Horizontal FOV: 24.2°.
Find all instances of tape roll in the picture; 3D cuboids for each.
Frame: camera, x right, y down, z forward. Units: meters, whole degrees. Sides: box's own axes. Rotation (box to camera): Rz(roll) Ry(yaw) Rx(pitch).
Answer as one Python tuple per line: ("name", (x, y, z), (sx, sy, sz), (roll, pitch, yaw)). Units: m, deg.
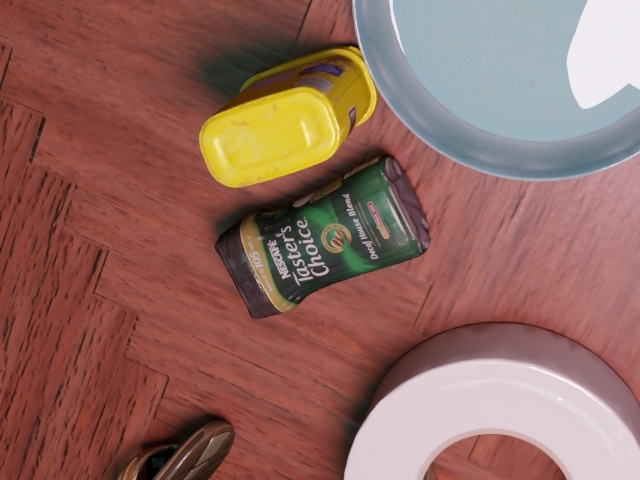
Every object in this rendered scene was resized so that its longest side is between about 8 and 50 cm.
("tape roll", (0.168, 0.224, 1.381), (0.286, 0.100, 0.286), (3, 107, 11))

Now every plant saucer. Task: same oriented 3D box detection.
("plant saucer", (0.186, -0.208, 1.268), (0.318, 0.043, 0.317), (4, 109, 11))

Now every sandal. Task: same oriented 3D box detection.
("sandal", (-0.172, 0.245, 1.481), (0.219, 0.090, 0.060), (-47, 71, 28))

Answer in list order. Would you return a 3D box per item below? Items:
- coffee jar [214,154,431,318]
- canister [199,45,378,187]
("coffee jar", (0.000, 0.000, 1.355), (0.184, 0.079, 0.096), (-24, 101, 19))
("canister", (-0.025, -0.107, 1.277), (0.126, 0.170, 0.073), (-16, 103, 17))
